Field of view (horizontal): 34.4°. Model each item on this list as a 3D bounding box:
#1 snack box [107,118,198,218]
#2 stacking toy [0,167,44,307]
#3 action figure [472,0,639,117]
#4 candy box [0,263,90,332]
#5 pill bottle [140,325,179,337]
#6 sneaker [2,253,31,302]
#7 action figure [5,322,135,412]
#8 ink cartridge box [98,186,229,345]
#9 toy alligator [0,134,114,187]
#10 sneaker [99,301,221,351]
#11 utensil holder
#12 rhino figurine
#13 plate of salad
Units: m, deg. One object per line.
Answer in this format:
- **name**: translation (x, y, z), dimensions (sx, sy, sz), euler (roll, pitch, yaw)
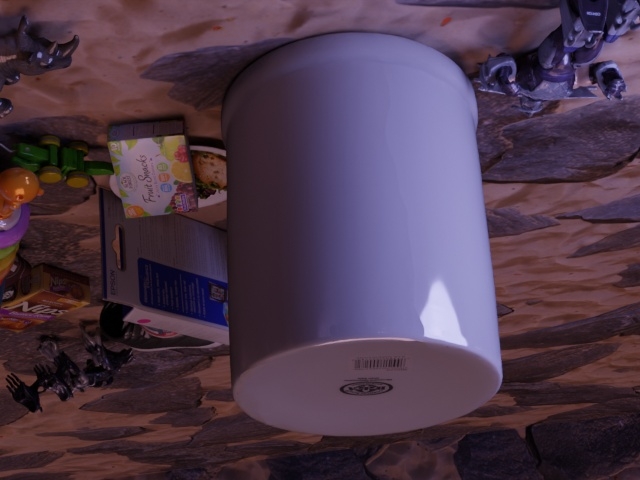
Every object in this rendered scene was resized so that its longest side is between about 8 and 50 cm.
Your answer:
- **snack box**: translation (-0.220, -0.093, 1.369), dimensions (0.100, 0.037, 0.141), euler (-5, 137, -1)
- **stacking toy**: translation (-0.449, -0.023, 1.361), dimensions (0.175, 0.165, 0.302), euler (19, 145, -32)
- **action figure**: translation (0.288, -0.216, 1.224), dimensions (0.185, 0.099, 0.285), euler (-8, 161, -13)
- **candy box**: translation (-0.502, 0.102, 1.785), dimensions (0.187, 0.053, 0.109), euler (-22, 153, 29)
- **pill bottle**: translation (-0.268, 0.089, 1.755), dimensions (0.108, 0.108, 0.180), euler (-5, 158, -6)
- **sneaker**: translation (-0.585, 0.078, 1.638), dimensions (0.281, 0.106, 0.162), euler (-15, 159, 16)
- **action figure**: translation (-0.474, 0.235, 2.015), dimensions (0.164, 0.141, 0.276), euler (-28, 177, 24)
- **ink cartridge box**: translation (-0.214, 0.053, 1.597), dimensions (0.069, 0.175, 0.371), euler (-21, 154, 30)
- **toy alligator**: translation (-0.361, -0.101, 1.336), dimensions (0.190, 0.056, 0.051), euler (10, 152, -35)
- **sneaker**: translation (-0.271, 0.142, 1.882), dimensions (0.296, 0.104, 0.147), euler (-13, 162, 24)
- **utensil holder**: translation (0.044, 0.005, 1.241), dimensions (0.328, 0.385, 0.327), euler (-2, 151, -1)
- **rhino figurine**: translation (-0.370, -0.182, 1.123), dimensions (0.243, 0.073, 0.106), euler (-15, 160, 13)
- **plate of salad**: translation (-0.196, -0.078, 1.459), dimensions (0.200, 0.048, 0.200), euler (-7, 158, -3)
